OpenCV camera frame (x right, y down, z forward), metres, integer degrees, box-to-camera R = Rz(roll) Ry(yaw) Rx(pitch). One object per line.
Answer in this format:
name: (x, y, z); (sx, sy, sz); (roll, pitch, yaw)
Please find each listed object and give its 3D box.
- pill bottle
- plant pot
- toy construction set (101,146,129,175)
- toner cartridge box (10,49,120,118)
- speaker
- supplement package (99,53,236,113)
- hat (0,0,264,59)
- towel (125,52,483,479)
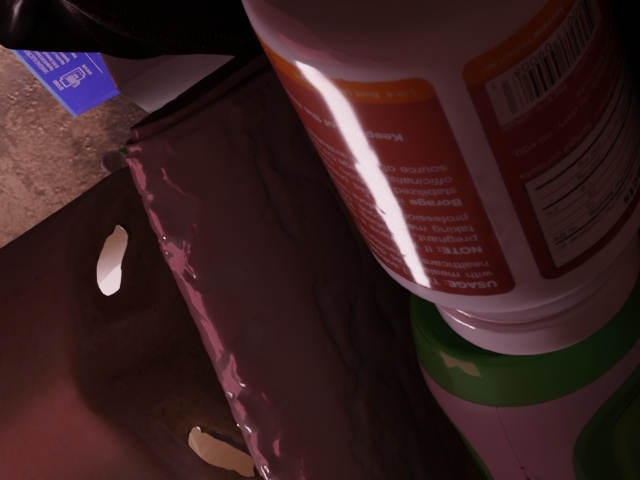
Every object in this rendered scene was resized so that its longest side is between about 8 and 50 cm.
pill bottle: (0.058, -0.049, 0.683); (0.121, 0.121, 0.216); (62, 180, 39)
plant pot: (-0.127, 0.117, 1.083); (0.334, 0.305, 0.333); (24, -132, -29)
toy construction set: (0.000, 0.000, 1.325); (0.237, 0.309, 0.257); (19, -111, -74)
toner cartridge box: (-0.236, -0.234, 1.293); (0.165, 0.075, 0.348); (63, -176, 25)
speaker: (0.144, 0.110, 0.935); (0.296, 0.131, 0.131); (61, -179, -42)
supplement package: (-0.092, -0.247, 1.211); (0.262, 0.199, 0.198); (62, -178, 4)
hat: (-0.098, -0.150, 0.858); (0.331, 0.331, 0.134); (60, -140, -80)
towel: (0.046, 0.037, 0.997); (0.317, 0.053, 0.331); (-42, -67, -53)
